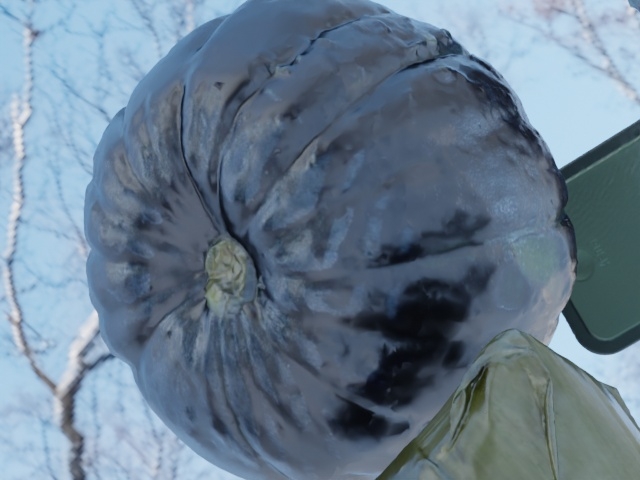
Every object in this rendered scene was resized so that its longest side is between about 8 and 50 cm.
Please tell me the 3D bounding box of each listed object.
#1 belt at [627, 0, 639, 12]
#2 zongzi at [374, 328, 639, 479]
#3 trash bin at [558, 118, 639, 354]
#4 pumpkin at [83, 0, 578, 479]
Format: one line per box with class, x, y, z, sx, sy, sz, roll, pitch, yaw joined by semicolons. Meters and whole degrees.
belt;0.355;-0.309;1.226;0.260;0.122;0.325;-22;-83;-8
zongzi;0.115;0.302;0.786;0.356;0.393;0.174;-47;-29;12
trash bin;0.339;-0.015;1.372;0.223;0.158;0.343;-33;-13;18
pumpkin;0.000;0.000;1.069;0.266;0.363;0.363;-17;-57;-50
